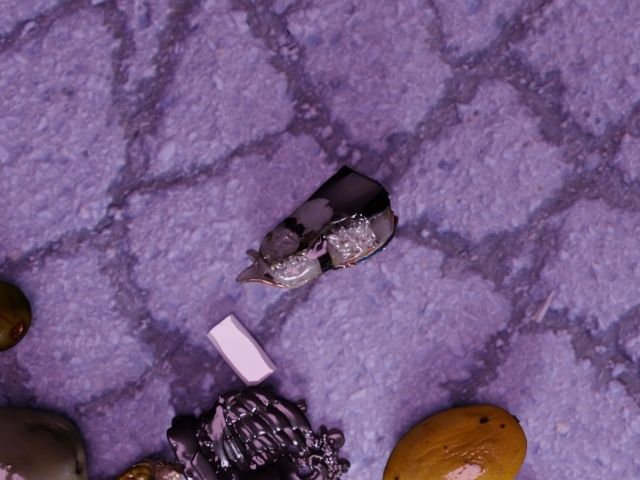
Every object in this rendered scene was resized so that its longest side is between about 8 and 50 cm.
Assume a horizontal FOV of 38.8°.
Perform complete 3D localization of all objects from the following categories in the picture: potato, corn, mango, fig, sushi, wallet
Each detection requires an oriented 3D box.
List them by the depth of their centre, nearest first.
[{"bbox_3d":[-0.533,0.397,1.434,0.326,0.221,0.243,-30,88,-3],"label":"potato"},{"bbox_3d":[-0.001,0.013,1.469,0.273,0.134,0.109,-41,122,-4],"label":"sushi"},{"bbox_3d":[-0.578,0.090,1.471,0.236,0.124,0.124,33,94,11],"label":"fig"},{"bbox_3d":[0.214,0.361,1.489,0.262,0.109,0.157,-27,71,-3],"label":"mango"},{"bbox_3d":[-0.352,0.475,1.501,0.322,0.119,0.119,-39,95,8],"label":"corn"},{"bbox_3d":[-0.133,0.184,1.520,0.061,0.025,0.122,-38,94,4],"label":"wallet"}]

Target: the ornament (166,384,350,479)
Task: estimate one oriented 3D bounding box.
[{"bbox_3d":[-0.093,0.351,1.508,0.260,0.106,0.251,-26,97,-4],"label":"ornament"}]
